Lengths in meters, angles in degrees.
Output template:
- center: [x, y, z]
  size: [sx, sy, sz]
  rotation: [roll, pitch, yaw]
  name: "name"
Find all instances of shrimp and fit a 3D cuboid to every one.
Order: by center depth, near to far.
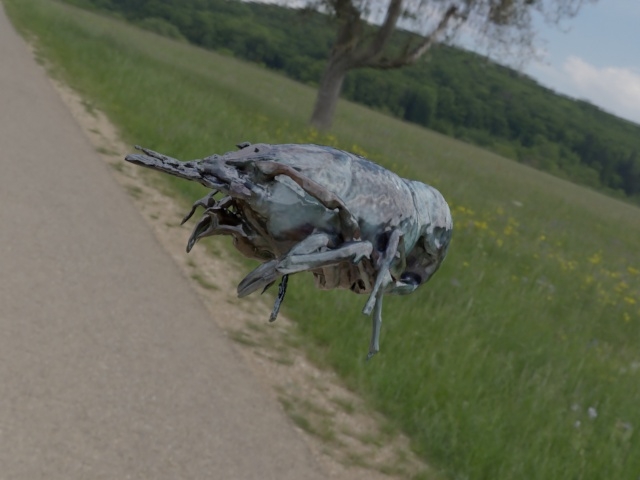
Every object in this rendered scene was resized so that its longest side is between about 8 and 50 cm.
- center: [0.002, 0.000, 0.722]
  size: [0.372, 0.137, 0.172]
  rotation: [-1, 34, -46]
  name: "shrimp"
